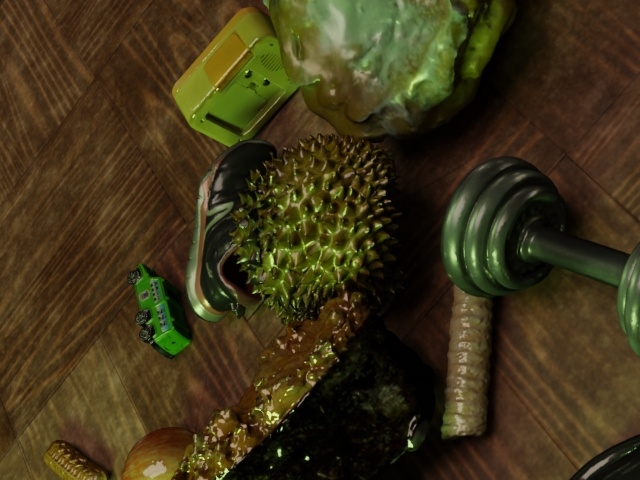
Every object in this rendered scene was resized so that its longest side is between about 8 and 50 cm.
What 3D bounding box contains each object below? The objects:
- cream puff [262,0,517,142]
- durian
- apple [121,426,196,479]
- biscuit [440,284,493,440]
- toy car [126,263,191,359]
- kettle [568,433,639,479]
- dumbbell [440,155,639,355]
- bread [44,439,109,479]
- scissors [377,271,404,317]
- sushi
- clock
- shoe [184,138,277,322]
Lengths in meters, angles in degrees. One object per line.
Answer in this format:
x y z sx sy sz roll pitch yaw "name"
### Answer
0.109 -0.329 1.624 0.378 0.275 0.378 8 104 33 "cream puff"
-0.003 -0.010 1.561 0.258 0.293 0.258 2 61 -3 "durian"
-0.208 0.337 1.669 0.131 0.146 0.146 -14 60 15 "apple"
0.182 0.139 1.458 0.061 0.055 0.219 -16 59 44 "biscuit"
-0.256 0.107 1.876 0.062 0.071 0.165 -29 52 12 "toy car"
0.330 0.294 1.173 0.290 0.207 0.268 -38 19 35 "kettle"
0.300 0.022 1.316 0.406 0.179 0.179 22 87 46 "dumbbell"
-0.393 0.366 1.897 0.157 0.044 0.052 21 83 46 "bread"
0.054 0.129 1.607 0.212 0.021 0.110 -53 42 11 "scissors"
-0.025 0.226 1.471 0.348 0.207 0.234 -44 14 4 "sushi"
-0.123 -0.257 1.868 0.202 0.143 0.096 -45 49 18 "clock"
-0.115 -0.020 1.767 0.137 0.114 0.291 -2 72 48 "shoe"
